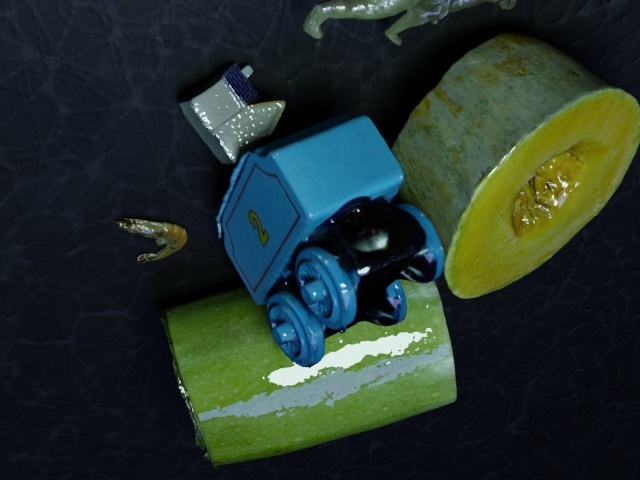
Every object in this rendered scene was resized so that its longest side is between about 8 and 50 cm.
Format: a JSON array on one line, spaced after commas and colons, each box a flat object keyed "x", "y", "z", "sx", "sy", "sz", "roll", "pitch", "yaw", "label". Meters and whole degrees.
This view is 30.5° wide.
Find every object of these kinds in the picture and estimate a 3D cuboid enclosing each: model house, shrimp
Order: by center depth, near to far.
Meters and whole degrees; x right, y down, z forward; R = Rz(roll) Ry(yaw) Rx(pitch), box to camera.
[{"x": -0.109, "y": -0.164, "z": 1.467, "sx": 0.100, "sy": 0.088, "sz": 0.101, "roll": -41, "pitch": 105, "yaw": -11, "label": "model house"}, {"x": -0.242, "y": 0.002, "z": 1.626, "sx": 0.114, "sy": 0.023, "sz": 0.083, "roll": 14, "pitch": 131, "yaw": -37, "label": "shrimp"}]

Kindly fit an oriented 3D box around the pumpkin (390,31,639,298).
[{"x": 0.229, "y": -0.106, "z": 1.521, "sx": 0.332, "sy": 0.199, "sz": 0.332, "roll": -31, "pitch": 146, "yaw": -24, "label": "pumpkin"}]

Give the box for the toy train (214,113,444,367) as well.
[{"x": 0.000, "y": 0.000, "z": 1.483, "sx": 0.188, "sy": 0.265, "sz": 0.300, "roll": -25, "pitch": 165, "yaw": -25, "label": "toy train"}]

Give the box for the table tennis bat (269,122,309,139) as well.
[{"x": -0.053, "y": -0.065, "z": 1.629, "sx": 0.138, "sy": 0.022, "sz": 0.246, "roll": 14, "pitch": 127, "yaw": -32, "label": "table tennis bat"}]

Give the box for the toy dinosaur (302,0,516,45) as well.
[{"x": 0.104, "y": -0.298, "z": 1.377, "sx": 0.294, "sy": 0.077, "sz": 0.162, "roll": -4, "pitch": 156, "yaw": -41, "label": "toy dinosaur"}]

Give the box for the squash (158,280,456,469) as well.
[{"x": -0.020, "y": 0.167, "z": 1.706, "sx": 0.384, "sy": 0.263, "sz": 0.263, "roll": -16, "pitch": 138, "yaw": -5, "label": "squash"}]
